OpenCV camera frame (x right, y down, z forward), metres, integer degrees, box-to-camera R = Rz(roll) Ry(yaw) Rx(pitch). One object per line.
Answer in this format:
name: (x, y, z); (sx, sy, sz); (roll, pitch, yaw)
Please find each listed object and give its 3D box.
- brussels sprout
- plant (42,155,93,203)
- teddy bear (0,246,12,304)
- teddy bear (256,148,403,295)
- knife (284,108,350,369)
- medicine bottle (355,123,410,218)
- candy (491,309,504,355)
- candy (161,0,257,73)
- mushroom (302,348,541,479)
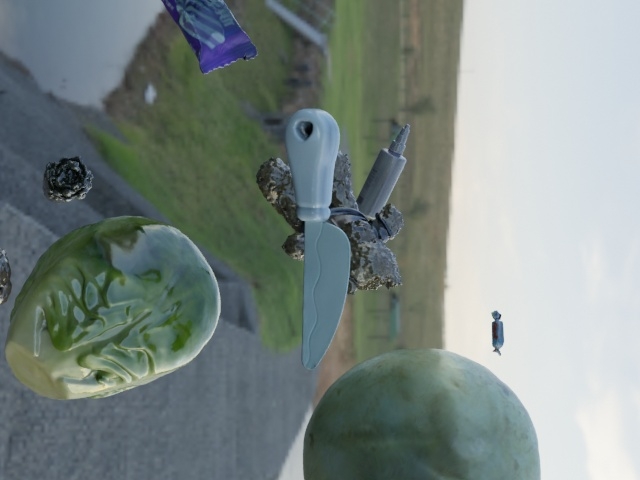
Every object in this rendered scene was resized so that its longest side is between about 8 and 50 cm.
brussels sprout: (-0.355, 0.117, 1.784); (0.289, 0.355, 0.281); (55, -25, -11)
plant: (-0.523, -0.122, 2.183); (0.143, 0.092, 0.094); (-13, -103, 62)
teddy bear: (-0.536, 0.085, 1.595); (0.190, 0.140, 0.177); (-54, -149, 3)
teddy bear: (0.024, -0.017, 1.490); (0.129, 0.182, 0.251); (84, -20, -53)
knife: (0.002, -0.001, 1.341); (0.044, 0.080, 0.331); (-9, 96, -61)
medicine bottle: (0.132, -0.141, 2.115); (0.057, 0.058, 0.199); (-79, -166, -76)
candy: (0.314, 0.164, 1.895); (0.030, 0.020, 0.083); (26, 58, -39)
candy: (-0.247, -0.465, 2.144); (0.070, 0.145, 0.275); (-27, -85, 52)
mushroom: (0.149, 0.324, 1.535); (0.260, 0.352, 0.352); (27, 61, -74)
